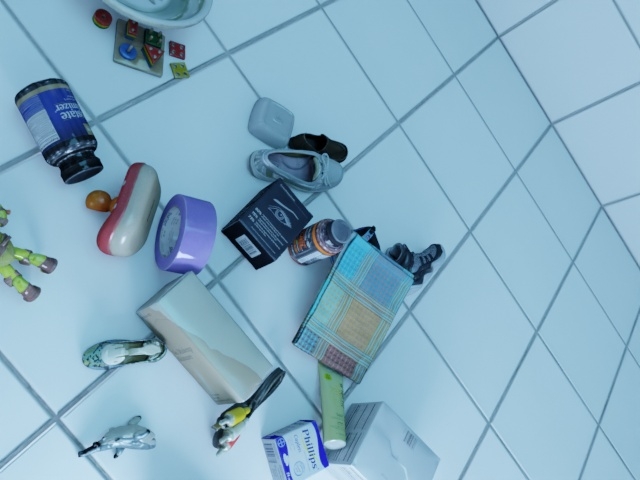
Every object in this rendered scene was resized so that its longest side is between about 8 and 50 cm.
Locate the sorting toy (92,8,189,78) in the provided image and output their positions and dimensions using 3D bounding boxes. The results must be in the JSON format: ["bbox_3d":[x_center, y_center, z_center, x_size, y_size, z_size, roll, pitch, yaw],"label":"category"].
[{"bbox_3d":[-0.471,-0.522,1.571,0.274,0.046,0.132,12,68,-35],"label":"sorting toy"}]

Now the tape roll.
[{"bbox_3d":[-0.328,-0.013,1.410,0.080,0.189,0.189,14,66,-35],"label":"tape roll"}]

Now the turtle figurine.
[{"bbox_3d":[-0.650,0.015,1.188,0.217,0.087,0.269,43,43,-38],"label":"turtle figurine"}]

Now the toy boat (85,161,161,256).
[{"bbox_3d":[-0.476,-0.077,1.372,0.151,0.151,0.231,11,63,-2],"label":"toy boat"}]

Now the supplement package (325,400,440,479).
[{"bbox_3d":[0.167,0.607,1.608,0.262,0.145,0.204,48,52,-16],"label":"supplement package"}]

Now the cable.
[{"bbox_3d":[-0.170,0.427,1.441,0.287,0.072,0.139,-24,134,-52],"label":"cable"}]

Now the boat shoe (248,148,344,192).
[{"bbox_3d":[-0.054,-0.215,1.740,0.320,0.103,0.118,9,82,-34],"label":"boat shoe"}]

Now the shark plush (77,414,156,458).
[{"bbox_3d":[-0.433,0.443,1.260,0.161,0.073,0.067,-12,112,-45],"label":"shark plush"}]

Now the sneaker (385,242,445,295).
[{"bbox_3d":[0.312,0.055,1.942,0.268,0.101,0.153,-44,105,-36],"label":"sneaker"}]

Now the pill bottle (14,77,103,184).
[{"bbox_3d":[-0.589,-0.245,1.332,0.123,0.123,0.219,-29,94,-40],"label":"pill bottle"}]

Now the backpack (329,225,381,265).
[{"bbox_3d":[0.098,0.048,1.768,0.173,0.117,0.158,-15,84,-37],"label":"backpack"}]

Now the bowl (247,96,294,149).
[{"bbox_3d":[-0.141,-0.361,1.769,0.142,0.053,0.142,27,59,-26],"label":"bowl"}]

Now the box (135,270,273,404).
[{"bbox_3d":[-0.276,0.236,1.394,0.311,0.148,0.121,51,52,-10],"label":"box"}]

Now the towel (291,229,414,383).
[{"bbox_3d":[0.105,0.193,1.677,0.271,0.040,0.370,36,73,-25],"label":"towel"}]

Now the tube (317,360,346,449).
[{"bbox_3d":[0.032,0.445,1.600,0.070,0.062,0.240,74,10,-46],"label":"tube"}]

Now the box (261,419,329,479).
[{"bbox_3d":[-0.064,0.543,1.498,0.137,0.072,0.126,-13,83,-41],"label":"box"}]

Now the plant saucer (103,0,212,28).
[{"bbox_3d":[-0.490,-0.711,1.568,0.400,0.100,0.400,19,55,-30],"label":"plant saucer"}]

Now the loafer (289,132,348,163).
[{"bbox_3d":[0.008,-0.292,1.842,0.220,0.078,0.080,2,73,-37],"label":"loafer"}]

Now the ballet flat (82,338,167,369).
[{"bbox_3d":[-0.434,0.250,1.317,0.188,0.070,0.070,-3,77,-38],"label":"ballet flat"}]

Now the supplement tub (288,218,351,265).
[{"bbox_3d":[0.000,0.000,1.656,0.106,0.198,0.106,15,65,-34],"label":"supplement tub"}]

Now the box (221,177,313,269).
[{"bbox_3d":[-0.144,-0.047,1.619,0.153,0.108,0.207,50,51,-13],"label":"box"}]
